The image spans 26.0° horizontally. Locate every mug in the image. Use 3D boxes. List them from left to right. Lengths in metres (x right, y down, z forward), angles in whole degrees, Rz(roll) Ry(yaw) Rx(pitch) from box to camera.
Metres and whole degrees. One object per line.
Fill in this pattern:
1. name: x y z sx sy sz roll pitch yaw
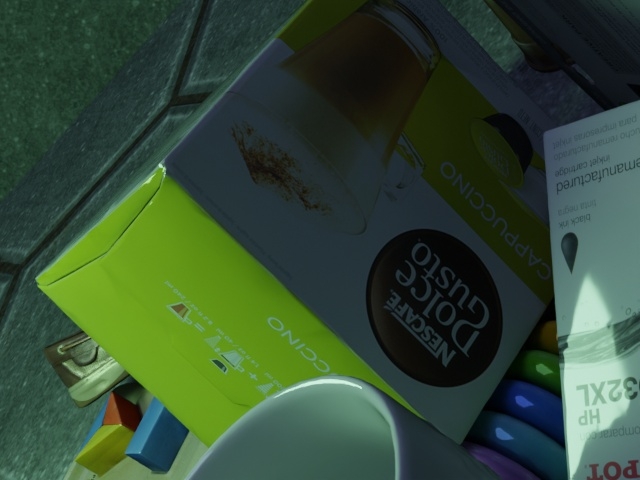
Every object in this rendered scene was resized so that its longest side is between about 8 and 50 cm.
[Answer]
1. mug: 0.053 0.333 0.956 0.276 0.328 0.374 -19 41 47

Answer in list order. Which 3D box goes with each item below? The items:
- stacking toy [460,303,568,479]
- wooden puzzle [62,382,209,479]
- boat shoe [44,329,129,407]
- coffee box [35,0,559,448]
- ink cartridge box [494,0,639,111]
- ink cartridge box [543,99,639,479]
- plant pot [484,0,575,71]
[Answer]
1. stacking toy: 0.214 0.128 1.201 0.330 0.141 0.141 -54 26 -18
2. wooden puzzle: -0.249 0.305 1.740 0.348 0.080 0.322 -8 49 54
3. boat shoe: -0.231 0.085 1.882 0.342 0.123 0.123 -38 0 14
4. coffee box: 0.000 0.000 1.306 0.334 0.337 0.338 -51 11 -33
5. ink cartridge box: 0.319 -0.202 1.231 0.130 0.309 0.272 -56 27 -9
6. ink cartridge box: 0.293 0.048 1.015 0.223 0.129 0.307 -17 70 47
7. plant pot: 0.257 -0.315 1.634 0.167 0.165 0.167 -37 30 25
